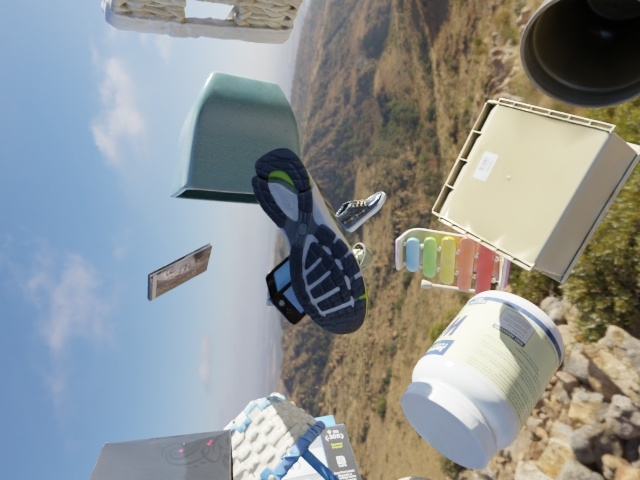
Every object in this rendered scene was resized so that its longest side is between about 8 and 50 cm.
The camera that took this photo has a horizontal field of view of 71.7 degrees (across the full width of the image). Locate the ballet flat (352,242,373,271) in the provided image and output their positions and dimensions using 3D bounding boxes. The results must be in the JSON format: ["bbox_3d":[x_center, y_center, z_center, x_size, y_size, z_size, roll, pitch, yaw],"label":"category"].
[{"bbox_3d":[0.060,0.095,1.136,0.072,0.068,0.213,11,58,45],"label":"ballet flat"}]

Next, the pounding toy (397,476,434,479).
[{"bbox_3d":[0.203,0.661,1.014,0.183,0.236,0.110,-127,28,-74],"label":"pounding toy"}]

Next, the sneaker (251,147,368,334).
[{"bbox_3d":[0.000,0.000,0.697,0.300,0.111,0.121,69,-163,9],"label":"sneaker"}]

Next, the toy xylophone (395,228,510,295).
[{"bbox_3d":[0.380,0.074,1.278,0.081,0.322,0.236,-50,-46,-47],"label":"toy xylophone"}]

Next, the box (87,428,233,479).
[{"bbox_3d":[-0.172,0.343,0.464,0.270,0.165,0.143,-142,52,-74],"label":"box"}]

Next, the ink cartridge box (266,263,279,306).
[{"bbox_3d":[-0.035,0.088,0.968,0.179,0.145,0.045,-86,4,-63],"label":"ink cartridge box"}]

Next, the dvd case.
[{"bbox_3d":[-0.455,0.103,1.434,0.018,0.221,0.164,49,143,15],"label":"dvd case"}]

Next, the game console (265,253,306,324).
[{"bbox_3d":[-0.036,0.079,0.839,0.122,0.107,0.071,-42,-1,-29],"label":"game console"}]

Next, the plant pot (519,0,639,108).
[{"bbox_3d":[0.701,-0.543,1.081,0.280,0.323,0.323,-56,0,-18],"label":"plant pot"}]

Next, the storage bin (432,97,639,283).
[{"bbox_3d":[0.381,-0.103,0.830,0.260,0.123,0.262,41,112,48],"label":"storage bin"}]

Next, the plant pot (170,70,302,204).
[{"bbox_3d":[-0.185,-0.216,0.974,0.247,0.247,0.252,180,92,-66],"label":"plant pot"}]

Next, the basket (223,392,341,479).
[{"bbox_3d":[-0.059,0.468,0.919,0.201,0.289,0.255,-53,-20,-5],"label":"basket"}]

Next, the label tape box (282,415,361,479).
[{"bbox_3d":[-0.036,0.620,1.262,0.334,0.240,0.106,-114,23,-58],"label":"label tape box"}]

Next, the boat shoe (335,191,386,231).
[{"bbox_3d":[0.138,-0.116,1.513,0.183,0.083,0.065,-44,26,2],"label":"boat shoe"}]

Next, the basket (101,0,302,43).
[{"bbox_3d":[-0.191,-0.543,0.716,0.266,0.328,0.331,-37,64,60],"label":"basket"}]

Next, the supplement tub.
[{"bbox_3d":[0.350,0.292,0.962,0.235,0.325,0.235,35,147,27],"label":"supplement tub"}]
